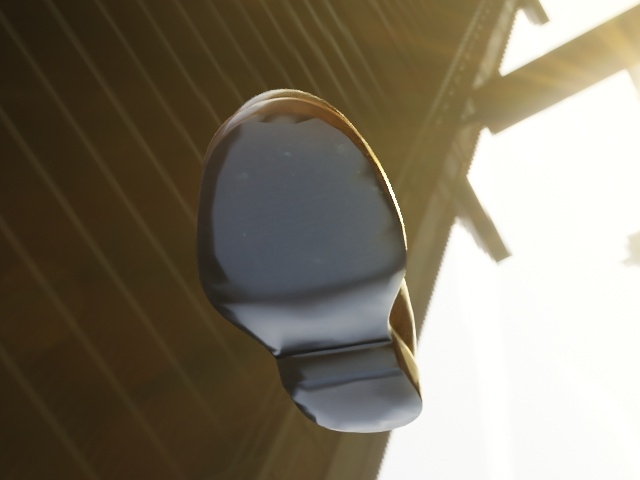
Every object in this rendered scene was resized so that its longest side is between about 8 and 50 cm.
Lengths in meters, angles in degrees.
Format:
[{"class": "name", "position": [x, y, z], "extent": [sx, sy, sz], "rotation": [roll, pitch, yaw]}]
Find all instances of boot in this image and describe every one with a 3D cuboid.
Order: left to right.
[{"class": "boot", "position": [0.000, 0.000, 0.642], "extent": [0.305, 0.112, 0.115], "rotation": [72, -163, -55]}]
